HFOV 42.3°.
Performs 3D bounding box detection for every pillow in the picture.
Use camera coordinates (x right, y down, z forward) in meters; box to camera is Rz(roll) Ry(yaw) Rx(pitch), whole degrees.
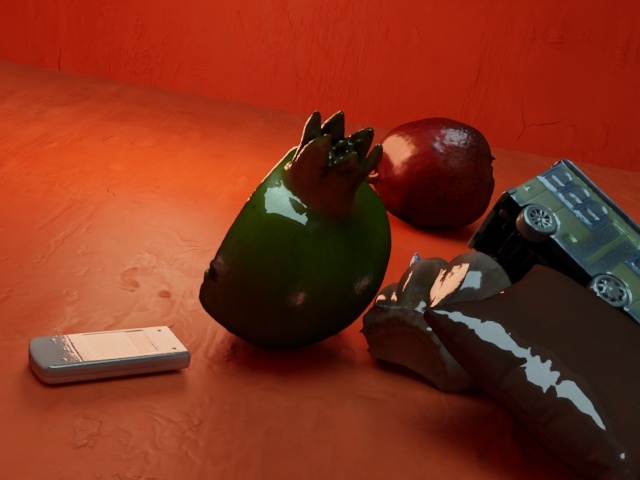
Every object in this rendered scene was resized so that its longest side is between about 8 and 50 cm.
[{"bbox_3d":[0.312,0.156,1.019,0.305,0.108,0.308,42,35,27],"label":"pillow"}]

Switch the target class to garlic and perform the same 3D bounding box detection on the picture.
[{"bbox_3d":[0.194,0.126,1.223,0.237,0.210,0.292,-19,3,38],"label":"garlic"}]

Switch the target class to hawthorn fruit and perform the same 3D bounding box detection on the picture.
[{"bbox_3d":[0.244,-0.153,1.890,0.307,0.265,0.265,3,18,3],"label":"hawthorn fruit"}]

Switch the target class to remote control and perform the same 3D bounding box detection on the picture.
[{"bbox_3d":[-0.265,0.142,1.036,0.190,0.029,0.087,-2,21,-34],"label":"remote control"}]

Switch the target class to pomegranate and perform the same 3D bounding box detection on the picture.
[{"bbox_3d":[0.000,0.000,1.144,0.216,0.358,0.310,36,39,3],"label":"pomegranate"}]

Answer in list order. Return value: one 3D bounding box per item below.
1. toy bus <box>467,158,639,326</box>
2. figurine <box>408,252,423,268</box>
[{"bbox_3d":[0.401,0.045,1.264,0.190,0.152,0.312,-26,66,-35],"label":"toy bus"},{"bbox_3d":[0.193,0.067,1.443,0.114,0.079,0.114,34,18,-13],"label":"figurine"}]
